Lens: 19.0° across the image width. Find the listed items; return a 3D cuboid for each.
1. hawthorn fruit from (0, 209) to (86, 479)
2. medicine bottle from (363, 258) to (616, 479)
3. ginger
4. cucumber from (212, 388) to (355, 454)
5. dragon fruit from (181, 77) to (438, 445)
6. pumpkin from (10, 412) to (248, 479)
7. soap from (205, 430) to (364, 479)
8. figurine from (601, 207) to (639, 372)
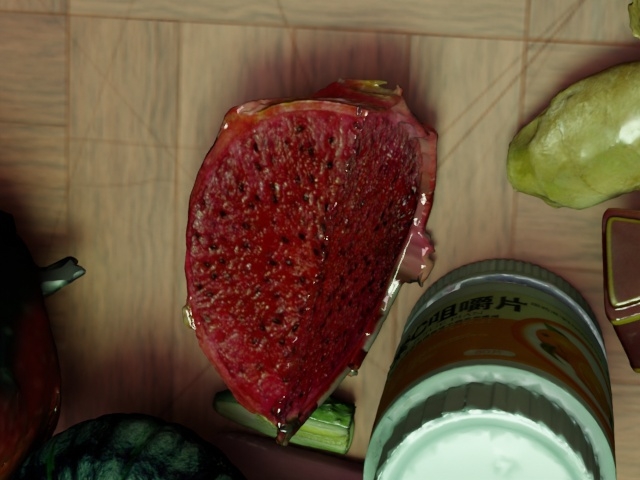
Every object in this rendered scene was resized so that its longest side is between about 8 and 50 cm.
[{"bbox_3d":[-0.325,0.084,1.320,0.316,0.316,0.316,2,104,7],"label":"hawthorn fruit"},{"bbox_3d":[0.116,0.125,1.264,0.158,0.318,0.158,2,105,6],"label":"medicine bottle"},{"bbox_3d":[0.298,-0.172,1.241,0.348,0.122,0.363,14,98,28],"label":"ginger"},{"bbox_3d":[-0.025,0.124,1.420,0.107,0.067,0.035,14,68,7],"label":"cucumber"},{"bbox_3d":[-0.005,-0.005,1.359,0.126,0.161,0.274,28,117,29],"label":"dragon fruit"},{"bbox_3d":[-0.128,0.213,1.278,0.202,0.140,0.202,3,101,14],"label":"pumpkin"},{"bbox_3d":[0.049,0.293,1.414,0.359,0.128,0.233,14,107,3],"label":"soap"},{"bbox_3d":[0.252,0.035,1.324,0.098,0.154,0.082,-10,66,16],"label":"figurine"}]
